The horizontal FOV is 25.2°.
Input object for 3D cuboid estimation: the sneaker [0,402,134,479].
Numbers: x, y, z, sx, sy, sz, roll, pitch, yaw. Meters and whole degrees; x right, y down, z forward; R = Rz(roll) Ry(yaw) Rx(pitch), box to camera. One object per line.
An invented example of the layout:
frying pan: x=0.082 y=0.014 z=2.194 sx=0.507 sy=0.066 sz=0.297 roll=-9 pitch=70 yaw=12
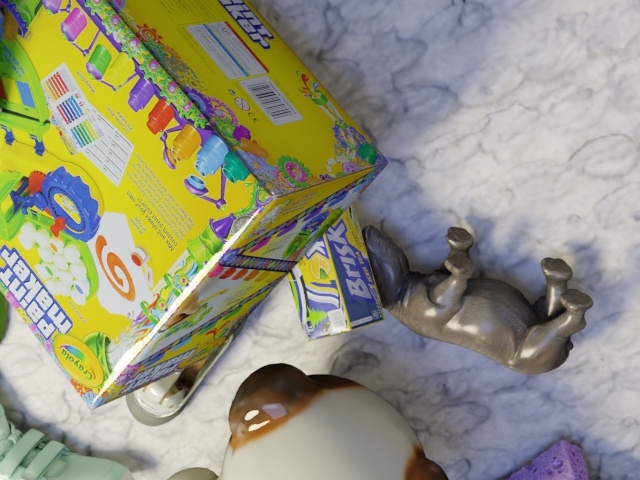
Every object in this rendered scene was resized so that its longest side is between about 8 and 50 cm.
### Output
sneaker: x=-0.325 y=0.214 z=1.504 sx=0.256 sy=0.094 sz=0.151 roll=0 pitch=113 yaw=18

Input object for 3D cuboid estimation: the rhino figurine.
rhino figurine: x=0.118 y=0.049 z=1.279 sx=0.243 sy=0.073 sz=0.106 roll=19 pitch=127 yaw=15

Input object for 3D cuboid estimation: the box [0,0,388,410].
box: x=-0.156 y=-0.068 z=1.207 sx=0.290 sy=0.177 sz=0.279 roll=51 pitch=122 yaw=12

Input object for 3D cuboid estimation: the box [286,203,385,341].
box: x=0.000 y=0.000 z=1.267 sx=0.054 sy=0.059 sz=0.168 roll=-16 pitch=88 yaw=37

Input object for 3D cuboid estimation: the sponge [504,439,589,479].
sponge: x=0.213 y=0.301 z=1.306 sx=0.031 sy=0.210 sz=0.117 roll=25 pitch=129 yaw=-34

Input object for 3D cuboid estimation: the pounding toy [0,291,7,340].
pounding toy: x=-0.407 y=0.062 z=1.445 sx=0.183 sy=0.110 sz=0.237 roll=45 pitch=121 yaw=-7

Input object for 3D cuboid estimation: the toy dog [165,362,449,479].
toy dog: x=-0.069 y=0.305 z=1.317 sx=0.285 sy=0.395 sz=0.408 roll=35 pitch=89 yaw=15

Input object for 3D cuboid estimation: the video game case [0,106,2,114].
video game case: x=-0.368 y=-0.166 z=1.095 sx=0.193 sy=0.023 sz=0.212 roll=17 pitch=160 yaw=21

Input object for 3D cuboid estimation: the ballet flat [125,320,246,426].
ballet flat: x=-0.144 y=0.121 z=1.409 sx=0.072 sy=0.068 sz=0.213 roll=37 pitch=122 yaw=-1
